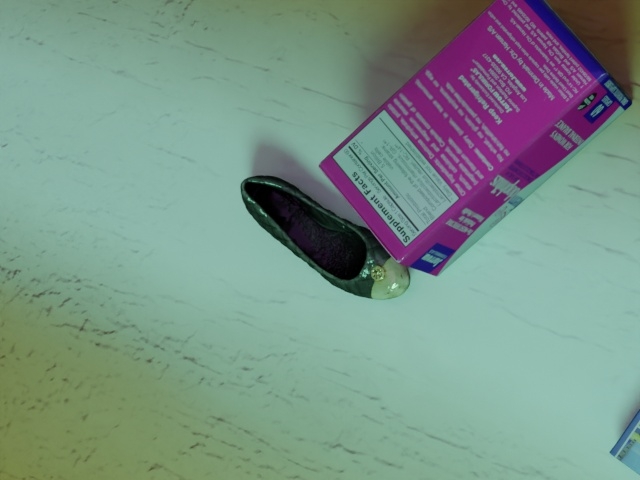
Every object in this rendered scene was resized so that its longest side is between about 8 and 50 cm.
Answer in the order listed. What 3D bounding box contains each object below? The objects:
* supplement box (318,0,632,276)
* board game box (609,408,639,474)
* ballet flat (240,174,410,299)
[{"bbox_3d":[0.124,-0.086,1.241,0.220,0.111,0.114,-41,71,12],"label":"supplement box"},{"bbox_3d":[0.339,0.164,1.163,0.201,0.035,0.136,36,97,22],"label":"board game box"},{"bbox_3d":[0.000,0.000,1.312,0.173,0.049,0.057,31,95,22],"label":"ballet flat"}]
